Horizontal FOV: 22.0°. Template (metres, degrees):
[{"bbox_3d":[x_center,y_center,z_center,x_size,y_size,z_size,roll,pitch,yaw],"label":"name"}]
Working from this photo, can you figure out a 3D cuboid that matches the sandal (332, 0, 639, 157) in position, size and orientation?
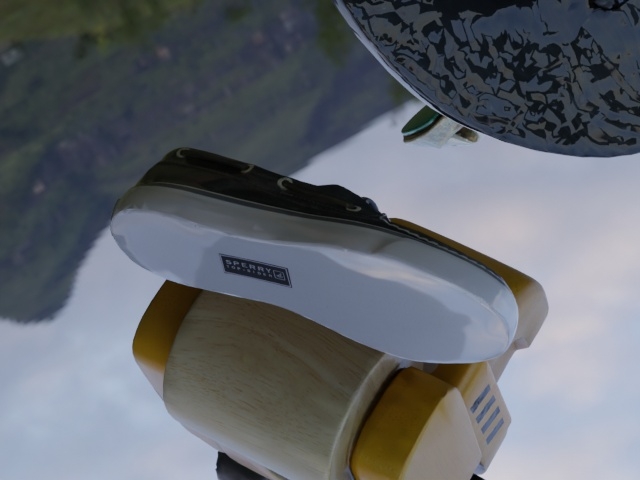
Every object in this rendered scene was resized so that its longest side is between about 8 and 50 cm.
[{"bbox_3d":[0.038,-0.199,0.634,0.167,0.446,0.107,-38,-156,-3],"label":"sandal"}]

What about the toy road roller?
[{"bbox_3d":[0.039,0.081,1.156,0.202,0.329,0.240,24,-107,23],"label":"toy road roller"}]

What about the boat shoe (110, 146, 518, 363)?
[{"bbox_3d":[0.000,0.000,0.541,0.142,0.049,0.040,16,-129,17],"label":"boat shoe"}]

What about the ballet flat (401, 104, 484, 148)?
[{"bbox_3d":[0.120,-0.101,1.300,0.057,0.052,0.168,-50,-173,-29],"label":"ballet flat"}]
